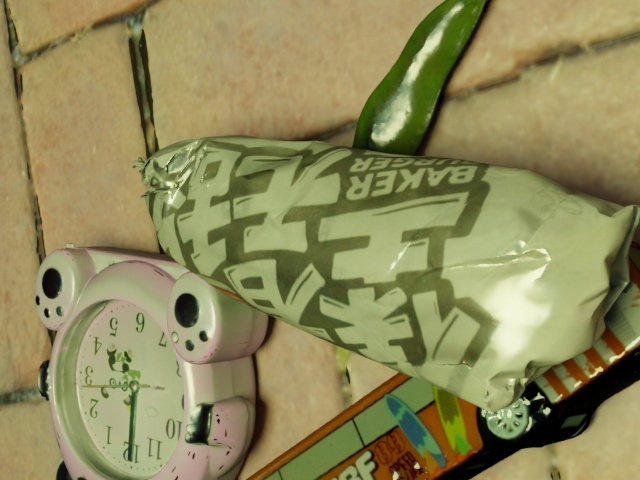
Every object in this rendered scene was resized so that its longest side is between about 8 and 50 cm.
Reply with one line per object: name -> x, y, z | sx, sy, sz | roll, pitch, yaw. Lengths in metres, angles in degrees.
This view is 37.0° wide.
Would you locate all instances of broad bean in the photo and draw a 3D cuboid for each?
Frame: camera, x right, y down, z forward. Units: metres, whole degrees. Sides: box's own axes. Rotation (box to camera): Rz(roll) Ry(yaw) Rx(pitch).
broad bean -> 0.052, -0.074, 0.716 | 0.060, 0.043, 0.298 | 29, 106, 22

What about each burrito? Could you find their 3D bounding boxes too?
burrito -> 0.000, 0.000, 0.659 | 0.445, 0.101, 0.139 | 14, 98, 43

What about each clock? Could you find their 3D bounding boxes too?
clock -> -0.152, 0.133, 0.835 | 0.227, 0.090, 0.248 | 7, 96, 35

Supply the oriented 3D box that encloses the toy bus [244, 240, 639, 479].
toy bus -> 0.074, 0.144, 0.676 | 0.409, 0.093, 0.092 | -40, 61, 27
